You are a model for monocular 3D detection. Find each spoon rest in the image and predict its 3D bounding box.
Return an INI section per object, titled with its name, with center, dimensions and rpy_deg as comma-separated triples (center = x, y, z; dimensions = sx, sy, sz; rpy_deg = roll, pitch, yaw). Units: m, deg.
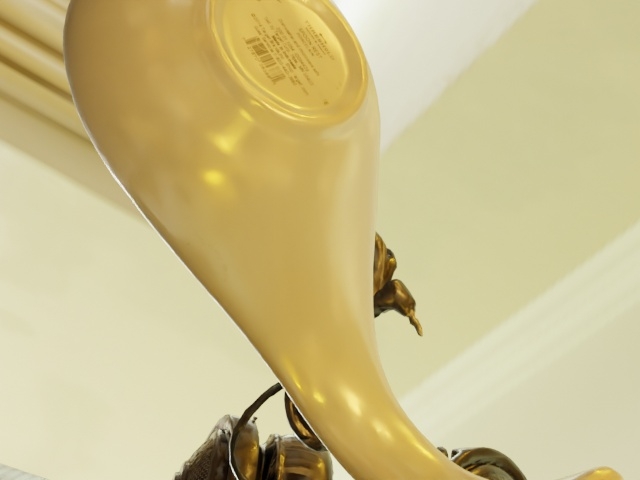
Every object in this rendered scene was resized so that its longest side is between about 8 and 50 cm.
[spoon rest]
center = 0.000, 0.000, 0.536
dimensions = 0.137, 0.276, 0.084
rpy_deg = -22, 166, -44

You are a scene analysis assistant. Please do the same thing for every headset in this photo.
[headset]
center = 0.021, 0.154, 0.841
dimensions = 0.394, 0.243, 0.185
rpy_deg = 77, 22, -60

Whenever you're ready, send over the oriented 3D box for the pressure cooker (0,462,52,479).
[pressure cooker]
center = -0.070, 0.302, 0.561
dimensions = 0.370, 0.420, 0.375
rpy_deg = -71, 180, -48
